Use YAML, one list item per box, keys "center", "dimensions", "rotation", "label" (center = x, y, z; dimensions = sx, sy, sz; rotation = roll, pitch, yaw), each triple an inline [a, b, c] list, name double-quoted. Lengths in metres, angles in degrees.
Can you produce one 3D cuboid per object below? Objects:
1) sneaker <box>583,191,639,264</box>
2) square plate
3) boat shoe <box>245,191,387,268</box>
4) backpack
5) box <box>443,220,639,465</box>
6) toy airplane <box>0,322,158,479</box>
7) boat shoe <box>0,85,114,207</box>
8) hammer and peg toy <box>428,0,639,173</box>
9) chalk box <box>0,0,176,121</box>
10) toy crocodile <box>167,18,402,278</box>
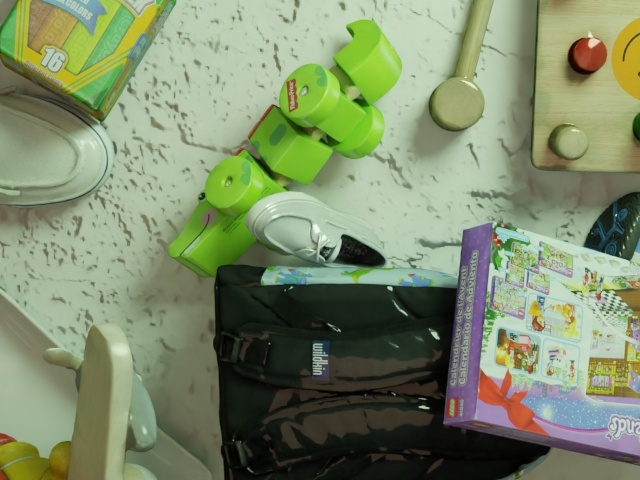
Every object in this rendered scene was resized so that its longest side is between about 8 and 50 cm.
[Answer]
- center: [0.336, 0.048, 1.773]
  dimensions: [0.081, 0.080, 0.211]
  rotation: [13, 99, -23]
  label: "sneaker"
- center: [-0.357, 0.280, 1.819]
  dimensions: [0.344, 0.049, 0.347]
  rotation: [41, 96, -4]
  label: "square plate"
- center: [0.000, 0.000, 1.720]
  dimensions: [0.184, 0.063, 0.066]
  rotation: [23, 110, -45]
  label: "boat shoe"
- center: [0.087, 0.153, 1.710]
  dimensions: [0.355, 0.273, 0.290]
  rotation: [-8, 85, 15]
  label: "backpack"
- center: [0.266, 0.113, 1.619]
  dimensions: [0.293, 0.057, 0.201]
  rotation: [16, 73, -28]
  label: "box"
- center: [-0.247, 0.311, 1.661]
  dimensions: [0.386, 0.272, 0.384]
  rotation: [-31, 82, 37]
  label: "toy airplane"
- center: [-0.410, -0.115, 1.713]
  dimensions: [0.367, 0.156, 0.136]
  rotation: [14, 97, -1]
  label: "boat shoe"
- center: [0.303, -0.205, 1.704]
  dimensions: [0.361, 0.127, 0.266]
  rotation: [3, 97, 1]
  label: "hammer and peg toy"
- center: [-0.236, -0.254, 1.696]
  dimensions: [0.132, 0.132, 0.213]
  rotation: [30, 86, -3]
  label: "chalk box"
- center: [-0.039, -0.097, 1.738]
  dimensions: [0.340, 0.105, 0.115]
  rotation: [-49, 137, 10]
  label: "toy crocodile"
